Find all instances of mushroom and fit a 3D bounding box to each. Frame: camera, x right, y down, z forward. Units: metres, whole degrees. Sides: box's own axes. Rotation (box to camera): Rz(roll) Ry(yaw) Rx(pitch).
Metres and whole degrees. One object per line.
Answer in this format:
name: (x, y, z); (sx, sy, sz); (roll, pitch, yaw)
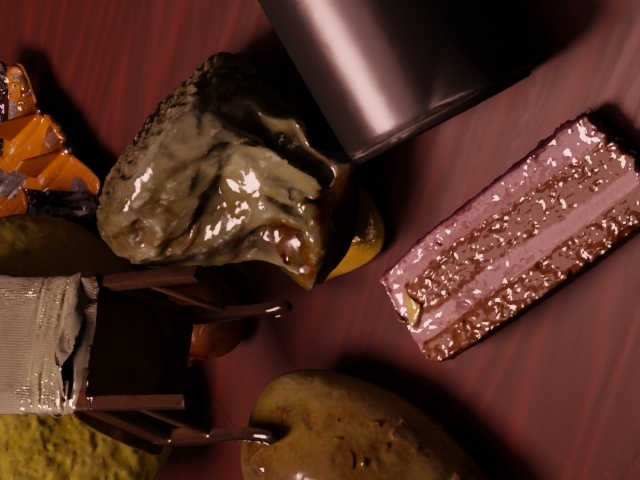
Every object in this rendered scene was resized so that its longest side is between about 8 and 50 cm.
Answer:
mushroom: (-0.125, 0.096, 1.813); (0.088, 0.073, 0.130); (10, 129, -9)

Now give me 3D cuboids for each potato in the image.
potato: (0.048, 0.255, 1.666); (0.307, 0.173, 0.210); (45, 131, 14)

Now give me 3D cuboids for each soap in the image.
soap: (0.000, 0.000, 1.695); (0.168, 0.033, 0.089); (-36, 77, 42)

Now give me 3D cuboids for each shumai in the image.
shumai: (-0.084, -0.045, 1.644); (0.222, 0.225, 0.260); (37, 176, -16)

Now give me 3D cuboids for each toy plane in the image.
toy plane: (-0.365, -0.040, 1.939); (0.204, 0.103, 0.316); (55, 137, 11)

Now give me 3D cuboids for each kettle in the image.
kettle: (0.015, -0.227, 1.488); (0.262, 0.203, 0.308); (-25, 94, 40)

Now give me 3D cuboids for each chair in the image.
chair: (-0.207, 0.115, 1.659); (0.319, 0.186, 0.160); (-6, 71, 34)

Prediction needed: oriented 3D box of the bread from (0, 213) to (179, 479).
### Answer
bread: (-0.352, 0.157, 1.860); (0.307, 0.348, 0.348); (-12, 99, 54)

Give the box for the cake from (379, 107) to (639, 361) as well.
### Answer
cake: (0.168, 0.007, 1.522); (0.295, 0.113, 0.116); (-42, 81, 35)
